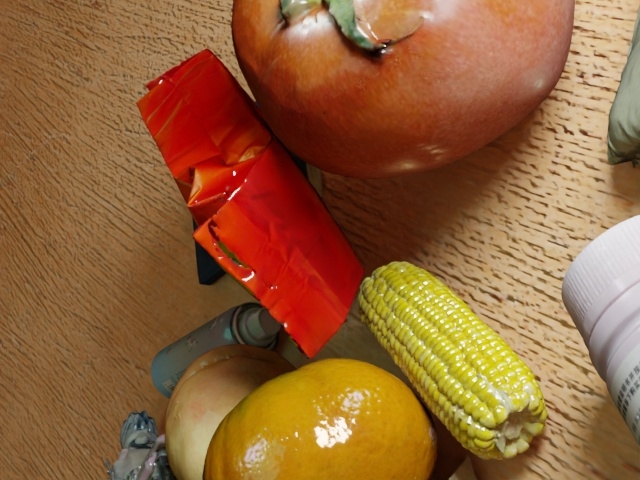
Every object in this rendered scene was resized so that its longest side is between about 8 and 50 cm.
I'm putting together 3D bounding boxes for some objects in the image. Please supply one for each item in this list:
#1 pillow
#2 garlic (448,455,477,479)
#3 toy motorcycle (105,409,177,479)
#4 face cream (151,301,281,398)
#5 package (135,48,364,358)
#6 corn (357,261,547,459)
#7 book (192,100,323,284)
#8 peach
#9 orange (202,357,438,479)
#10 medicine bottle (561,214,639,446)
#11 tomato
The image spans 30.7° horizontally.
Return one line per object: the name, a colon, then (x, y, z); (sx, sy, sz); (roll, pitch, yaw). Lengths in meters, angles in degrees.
pillow: (0.282, -0.180, 0.937); (0.148, 0.050, 0.230); (150, 132, -81)
garlic: (0.071, 0.344, 1.090); (0.128, 0.148, 0.266); (49, 123, 7)
toy motorcycle: (-0.228, 0.299, 1.513); (0.239, 0.108, 0.204); (-45, 46, 38)
face cream: (-0.125, 0.135, 1.447); (0.229, 0.075, 0.075); (-31, 56, 46)
package: (-0.080, -0.057, 1.245); (0.123, 0.196, 0.423); (-37, 29, 2)
corn: (0.118, 0.105, 1.087); (0.244, 0.093, 0.093); (49, 120, 49)
book: (-0.090, -0.079, 1.507); (0.269, 0.025, 0.191); (-36, 53, 45)
peach: (-0.084, 0.204, 1.279); (0.184, 0.184, 0.184); (-22, 62, 51)
orange: (-0.003, 0.210, 1.100); (0.240, 0.240, 0.171); (-51, 62, 34)
medicine bottle: (0.278, 0.107, 0.823); (0.133, 0.133, 0.250); (-54, 40, 31)
tomato: (0.091, -0.216, 1.081); (0.341, 0.272, 0.342); (-19, 60, 37)
